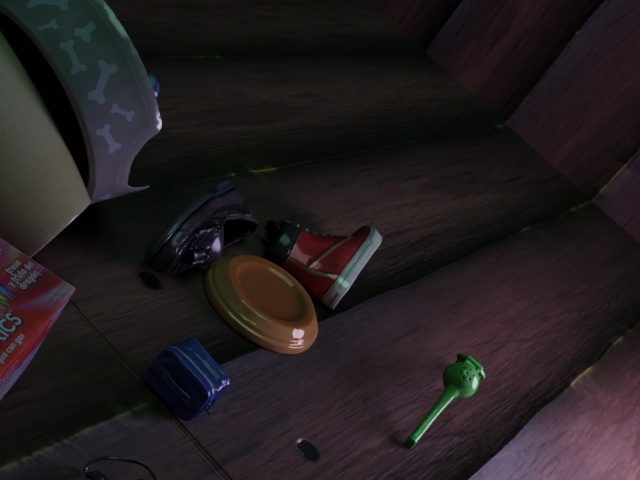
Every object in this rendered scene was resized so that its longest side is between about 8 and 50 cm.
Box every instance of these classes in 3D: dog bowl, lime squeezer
[{"bbox_3d":[-0.359,-0.201,1.490,0.102,0.349,0.349,-32,68,-30],"label":"dog bowl"},{"bbox_3d":[0.220,0.229,1.723,0.058,0.110,0.310,25,23,14],"label":"lime squeezer"}]

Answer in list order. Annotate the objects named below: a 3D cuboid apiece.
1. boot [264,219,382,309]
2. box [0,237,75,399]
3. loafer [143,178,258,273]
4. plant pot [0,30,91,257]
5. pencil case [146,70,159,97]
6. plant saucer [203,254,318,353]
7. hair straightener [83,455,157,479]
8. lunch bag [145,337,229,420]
[{"bbox_3d":[0.000,0.000,1.864,0.176,0.088,0.244,37,29,3],"label":"boot"},{"bbox_3d":[-0.392,0.126,1.097,0.142,0.154,0.300,34,27,-4],"label":"box"},{"bbox_3d":[-0.168,-0.013,1.657,0.095,0.109,0.302,41,23,-2],"label":"loafer"},{"bbox_3d":[-0.428,-0.107,1.370,0.274,0.256,0.256,49,24,-11],"label":"plant pot"},{"bbox_3d":[-0.355,-0.272,1.890,0.151,0.064,0.070,5,57,-48],"label":"pencil case"},{"bbox_3d":[-0.084,0.088,1.667,0.200,0.037,0.200,29,27,-16],"label":"plant saucer"},{"bbox_3d":[-0.170,0.318,1.189,0.230,0.047,0.089,40,26,16],"label":"hair straightener"},{"bbox_3d":[-0.168,0.179,1.378,0.098,0.067,0.065,45,27,13],"label":"lunch bag"}]
